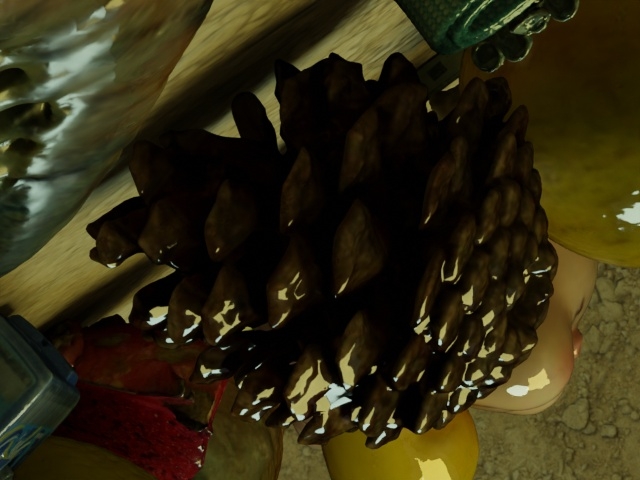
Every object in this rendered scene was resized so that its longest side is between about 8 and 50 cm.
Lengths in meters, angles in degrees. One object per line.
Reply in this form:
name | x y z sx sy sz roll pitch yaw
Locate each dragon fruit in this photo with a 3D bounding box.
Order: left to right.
dragon fruit | -0.151 0.104 1.315 0.274 0.161 0.126 117 -8 -58

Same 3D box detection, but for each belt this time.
belt | 0.116 -0.150 0.838 0.179 0.065 0.100 -36 167 18

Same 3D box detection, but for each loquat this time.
loquat | 0.171 -0.084 1.098 0.246 0.213 0.213 -6 -167 32

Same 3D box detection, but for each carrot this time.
carrot | -0.143 0.215 1.913 0.224 0.224 0.341 -36 180 9

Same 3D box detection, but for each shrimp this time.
shrimp | -0.123 -0.012 0.513 0.169 0.058 0.296 -25 167 -34

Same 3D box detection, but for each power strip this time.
power strip | 0.112 -0.137 1.289 0.136 0.019 0.051 -36 175 7

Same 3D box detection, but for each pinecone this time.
pinecone | 0.005 -0.001 0.865 0.184 0.205 0.179 -28 129 -52

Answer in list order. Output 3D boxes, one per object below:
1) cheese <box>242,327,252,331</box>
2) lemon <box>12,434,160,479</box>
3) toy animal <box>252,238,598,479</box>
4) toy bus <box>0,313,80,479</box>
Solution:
cheese | -0.002 0.017 1.971 0.251 0.054 0.127 -38 175 25
lemon | -0.187 0.248 1.182 0.322 0.268 0.268 -2 -157 45
toy animal | 0.091 0.059 1.325 0.247 0.277 0.345 -17 174 -12
toy bus | -0.179 0.086 0.991 0.094 0.079 0.236 -37 177 -7
